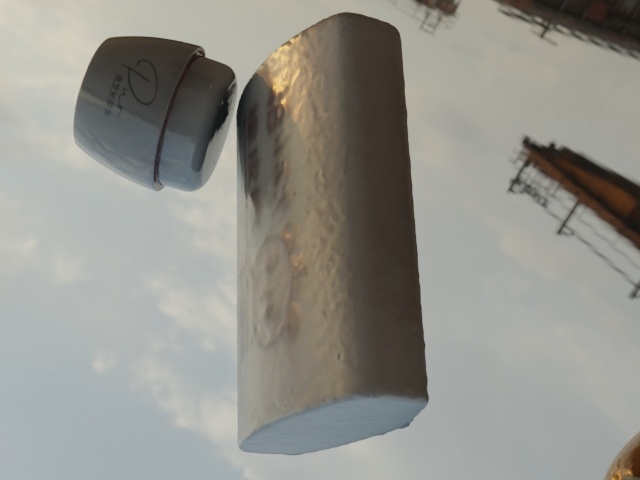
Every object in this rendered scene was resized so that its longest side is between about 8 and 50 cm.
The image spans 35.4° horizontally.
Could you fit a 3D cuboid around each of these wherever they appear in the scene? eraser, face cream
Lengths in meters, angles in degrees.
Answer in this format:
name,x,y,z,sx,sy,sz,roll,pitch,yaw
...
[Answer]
name,x,y,z,sx,sy,sz,roll,pitch,yaw
eraser,0.000,0.000,0.700,0.095,0.174,0.270,12,-116,-28
face cream,-0.125,-0.099,0.773,0.104,0.117,0.117,18,-156,1

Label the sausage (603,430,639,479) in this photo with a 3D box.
name,x,y,z,sx,sy,sz,roll,pitch,yaw
sausage,0.348,0.165,0.858,0.112,0.112,0.328,39,-143,24
